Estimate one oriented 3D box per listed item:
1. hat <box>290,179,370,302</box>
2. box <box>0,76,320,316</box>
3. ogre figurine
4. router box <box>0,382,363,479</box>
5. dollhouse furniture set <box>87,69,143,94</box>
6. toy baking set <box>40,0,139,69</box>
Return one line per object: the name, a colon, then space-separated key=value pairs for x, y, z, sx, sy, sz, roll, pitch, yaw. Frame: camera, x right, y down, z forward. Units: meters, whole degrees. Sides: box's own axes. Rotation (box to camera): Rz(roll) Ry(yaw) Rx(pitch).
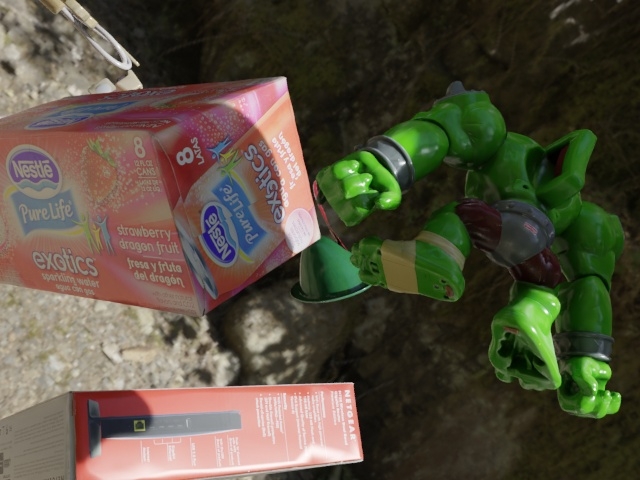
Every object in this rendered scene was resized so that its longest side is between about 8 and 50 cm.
hat: x=0.000 y=0.000 z=1.484 sx=0.173 sy=0.208 sz=0.183 roll=-23 pitch=109 yaw=-27
box: x=-0.171 y=-0.044 z=0.657 sx=0.154 sy=0.300 sz=0.142 roll=-34 pitch=120 yaw=-45
ogre figurine: x=0.101 y=-0.002 z=0.418 sx=0.197 sy=0.097 sz=0.118 roll=31 pitch=62 yaw=6
router box: x=-0.177 y=0.218 z=0.812 sx=0.301 sy=0.335 sz=0.082 roll=6 pitch=68 yaw=-37
dollhouse furniture set: x=-0.254 y=-0.135 z=0.824 sx=0.081 sy=0.114 sz=0.091 roll=42 pitch=-23 yaw=17
toy baking set: x=-0.285 y=-0.257 z=0.793 sx=0.197 sy=0.030 sz=0.256 roll=44 pitch=0 yaw=12
